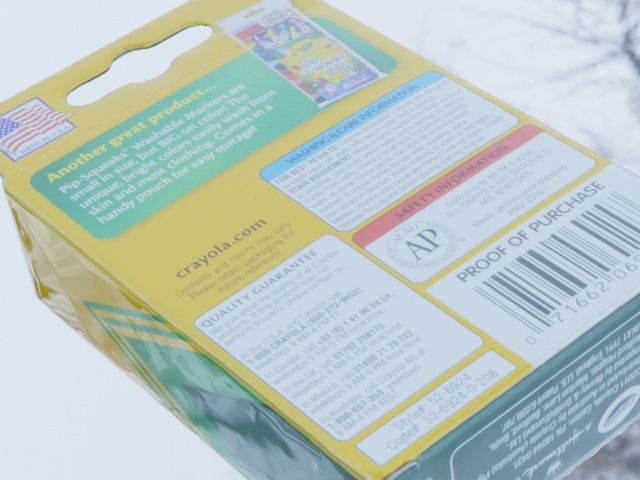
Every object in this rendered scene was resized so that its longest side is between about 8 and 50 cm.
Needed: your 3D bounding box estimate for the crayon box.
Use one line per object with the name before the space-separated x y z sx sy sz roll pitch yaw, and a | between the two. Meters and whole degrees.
crayon box | 0.000 0.000 0.819 0.203 0.323 0.083 -33 -43 -25
